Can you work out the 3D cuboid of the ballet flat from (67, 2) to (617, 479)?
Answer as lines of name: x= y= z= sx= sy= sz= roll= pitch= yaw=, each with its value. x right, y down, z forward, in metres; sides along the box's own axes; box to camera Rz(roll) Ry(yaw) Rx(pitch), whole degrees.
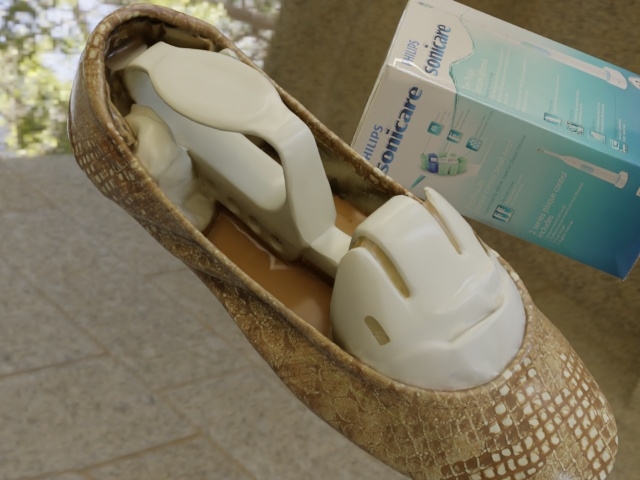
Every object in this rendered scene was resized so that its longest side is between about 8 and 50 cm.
ballet flat: x=0.000 y=0.000 z=0.349 sx=0.206 sy=0.073 sz=0.067 roll=36 pitch=-27 yaw=17

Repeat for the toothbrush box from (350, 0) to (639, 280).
toothbrush box: x=0.194 y=-0.114 z=1.201 sx=0.296 sy=0.216 sz=0.126 roll=22 pitch=-57 yaw=-2
